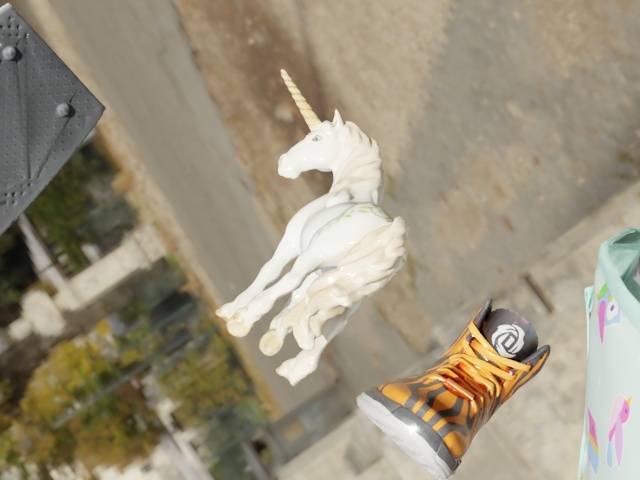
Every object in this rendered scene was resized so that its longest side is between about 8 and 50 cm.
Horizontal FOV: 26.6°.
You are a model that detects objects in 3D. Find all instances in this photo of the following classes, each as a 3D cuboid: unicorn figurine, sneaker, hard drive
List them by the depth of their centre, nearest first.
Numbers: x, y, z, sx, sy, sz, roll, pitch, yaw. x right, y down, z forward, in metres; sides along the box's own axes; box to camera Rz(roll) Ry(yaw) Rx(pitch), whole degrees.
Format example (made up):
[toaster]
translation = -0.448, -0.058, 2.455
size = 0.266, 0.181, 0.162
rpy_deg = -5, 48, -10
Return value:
[unicorn figurine]
translation = 0.000, 0.000, 0.598
size = 0.060, 0.111, 0.162
rpy_deg = 41, 177, -31
[hard drive]
translation = -0.347, -0.090, 1.312
size = 0.054, 0.254, 0.172
rpy_deg = 27, 163, 49
[sneaker]
translation = 0.144, 0.141, 1.408
size = 0.124, 0.180, 0.321
rpy_deg = 42, -177, 7

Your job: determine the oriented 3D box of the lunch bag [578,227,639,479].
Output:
[lunch bag]
translation = 0.206, 0.133, 0.608
size = 0.262, 0.160, 0.223
rpy_deg = -140, 43, -57
